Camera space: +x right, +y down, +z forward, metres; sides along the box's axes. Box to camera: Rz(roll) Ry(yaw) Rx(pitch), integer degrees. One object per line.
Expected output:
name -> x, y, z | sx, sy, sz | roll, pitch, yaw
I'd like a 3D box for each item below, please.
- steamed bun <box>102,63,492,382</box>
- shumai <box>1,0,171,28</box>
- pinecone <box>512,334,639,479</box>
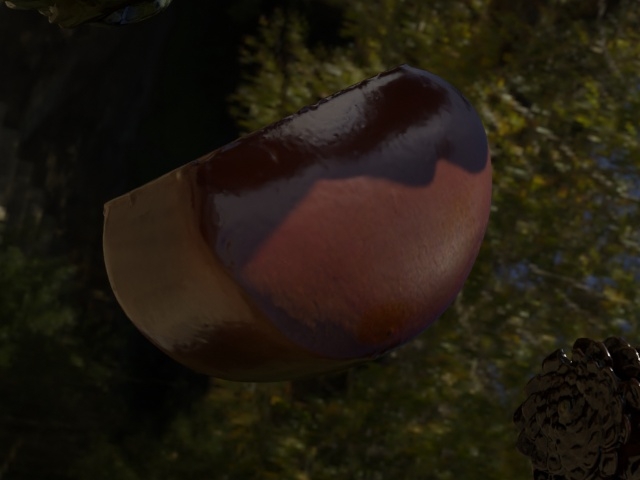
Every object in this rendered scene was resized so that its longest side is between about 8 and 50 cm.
steamed bun -> 0.000, 0.000, 1.195 | 0.235, 0.379, 0.248 | -20, -83, 50
shumai -> -0.143, -0.253, 0.474 | 0.263, 0.304, 0.309 | -57, -172, 14
pinecone -> 0.273, 0.170, 1.090 | 0.163, 0.165, 0.163 | -33, -131, 49
